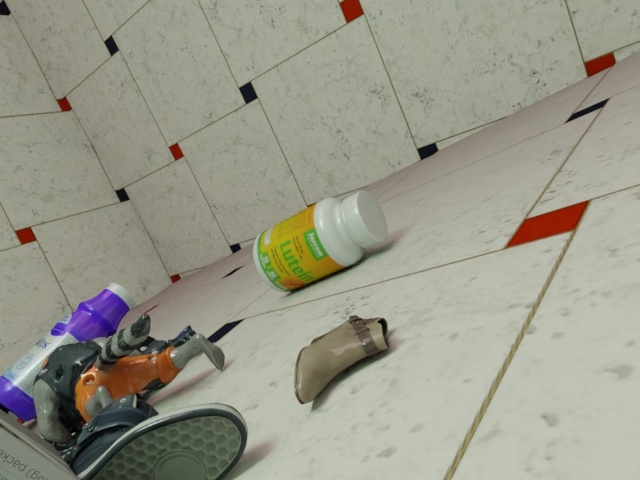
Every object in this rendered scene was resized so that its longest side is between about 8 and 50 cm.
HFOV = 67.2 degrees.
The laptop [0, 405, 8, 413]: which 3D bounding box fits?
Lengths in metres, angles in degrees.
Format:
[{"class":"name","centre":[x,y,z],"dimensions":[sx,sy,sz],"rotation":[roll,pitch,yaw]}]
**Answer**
[{"class":"laptop","centre":[-0.778,0.482,0.813],"dimensions":[0.407,0.236,0.382],"rotation":[-57,24,4]}]

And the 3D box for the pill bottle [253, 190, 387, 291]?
[{"class":"pill bottle","centre":[0.000,0.000,0.933],"dimensions":[0.246,0.136,0.136],"rotation":[-26,9,31]}]

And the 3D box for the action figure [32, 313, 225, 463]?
[{"class":"action figure","centre":[-0.317,0.192,0.779],"dimensions":[0.330,0.178,0.341],"rotation":[-13,20,33]}]

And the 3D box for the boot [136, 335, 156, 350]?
[{"class":"boot","centre":[-0.467,0.284,0.999],"dimensions":[0.246,0.094,0.207],"rotation":[-42,17,-31]}]

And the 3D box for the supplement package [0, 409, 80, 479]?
[{"class":"supplement package","centre":[-0.351,0.240,0.328],"dimensions":[0.175,0.177,0.293],"rotation":[-18,31,54]}]

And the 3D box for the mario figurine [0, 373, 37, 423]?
[{"class":"mario figurine","centre":[-0.754,0.387,1.089],"dimensions":[0.198,0.170,0.320],"rotation":[11,20,1]}]

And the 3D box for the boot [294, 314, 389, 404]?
[{"class":"boot","centre":[0.026,0.114,0.489],"dimensions":[0.087,0.042,0.118],"rotation":[-19,18,18]}]

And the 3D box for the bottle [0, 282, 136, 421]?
[{"class":"bottle","centre":[-0.479,0.201,0.920],"dimensions":[0.118,0.092,0.283],"rotation":[-8,35,48]}]

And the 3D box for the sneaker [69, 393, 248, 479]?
[{"class":"sneaker","centre":[-0.166,0.197,0.485],"dimensions":[0.226,0.086,0.163],"rotation":[-30,10,6]}]
